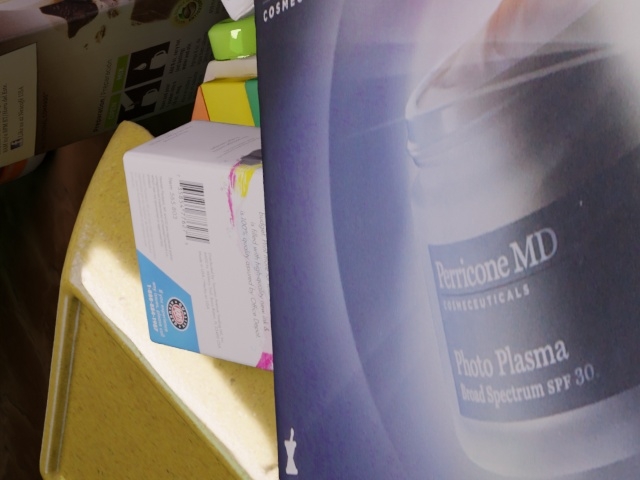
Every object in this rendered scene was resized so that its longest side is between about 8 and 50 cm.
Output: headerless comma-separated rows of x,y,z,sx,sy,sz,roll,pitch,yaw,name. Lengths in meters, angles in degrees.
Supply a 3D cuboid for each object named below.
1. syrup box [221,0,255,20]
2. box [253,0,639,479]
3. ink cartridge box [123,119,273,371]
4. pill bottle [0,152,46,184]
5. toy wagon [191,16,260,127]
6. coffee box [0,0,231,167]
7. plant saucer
-0.042,-0.239,0.747,0.237,0.093,0.096,63,149,6,syrup box
0.120,0.010,0.498,0.296,0.183,0.294,-13,78,59,box
-0.003,0.007,0.719,0.181,0.061,0.104,10,116,36,ink cartridge box
-0.425,-0.096,1.144,0.224,0.392,0.224,35,137,41,pill bottle
0.000,0.000,0.865,0.344,0.068,0.267,7,115,56,toy wagon
-0.219,-0.136,0.890,0.168,0.297,0.119,52,146,23,coffee box
-0.065,0.149,0.909,0.333,0.081,0.332,46,144,22,plant saucer
